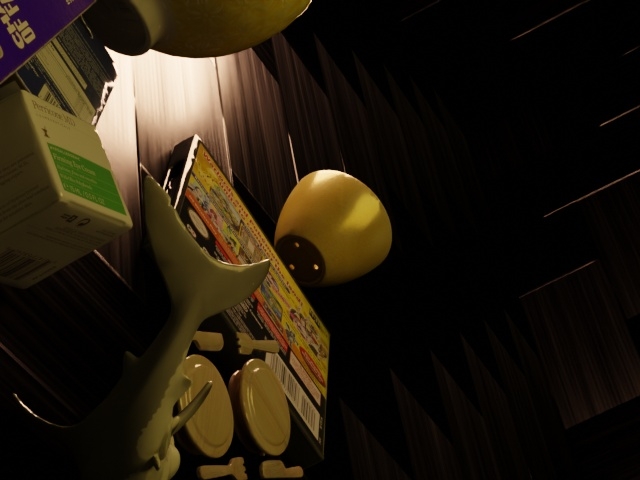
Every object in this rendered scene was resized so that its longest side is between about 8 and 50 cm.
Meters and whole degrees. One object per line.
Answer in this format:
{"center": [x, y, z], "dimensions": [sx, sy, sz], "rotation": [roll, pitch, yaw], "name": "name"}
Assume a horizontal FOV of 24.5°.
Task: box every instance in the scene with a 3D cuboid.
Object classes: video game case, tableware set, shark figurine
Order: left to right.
{"center": [-0.137, 0.103, 0.943], "dimensions": [0.116, 0.278, 0.166], "rotation": [27, 49, 4], "name": "shark figurine"}
{"center": [-0.083, 0.144, 1.254], "dimensions": [0.194, 0.039, 0.128], "rotation": [16, 60, -64], "name": "tableware set"}
{"center": [-0.074, 0.056, 1.454], "dimensions": [0.275, 0.035, 0.248], "rotation": [57, 15, -21], "name": "video game case"}

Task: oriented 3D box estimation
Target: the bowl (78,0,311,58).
{"center": [-0.163, -0.269, 1.408], "dimensions": [0.156, 0.289, 0.289], "rotation": [-53, 126, -26], "name": "bowl"}

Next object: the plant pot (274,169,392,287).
{"center": [0.000, 0.000, 1.675], "dimensions": [0.095, 0.134, 0.134], "rotation": [-43, 107, -47], "name": "plant pot"}

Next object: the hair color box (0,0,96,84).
{"center": [-0.244, -0.123, 0.845], "dimensions": [0.110, 0.185, 0.339], "rotation": [59, 14, -17], "name": "hair color box"}

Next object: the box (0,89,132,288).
{"center": [-0.202, -0.032, 1.001], "dimensions": [0.087, 0.102, 0.101], "rotation": [66, 15, 19], "name": "box"}

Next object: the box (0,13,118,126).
{"center": [-0.234, -0.154, 1.250], "dimensions": [0.136, 0.036, 0.225], "rotation": [58, 16, -22], "name": "box"}
